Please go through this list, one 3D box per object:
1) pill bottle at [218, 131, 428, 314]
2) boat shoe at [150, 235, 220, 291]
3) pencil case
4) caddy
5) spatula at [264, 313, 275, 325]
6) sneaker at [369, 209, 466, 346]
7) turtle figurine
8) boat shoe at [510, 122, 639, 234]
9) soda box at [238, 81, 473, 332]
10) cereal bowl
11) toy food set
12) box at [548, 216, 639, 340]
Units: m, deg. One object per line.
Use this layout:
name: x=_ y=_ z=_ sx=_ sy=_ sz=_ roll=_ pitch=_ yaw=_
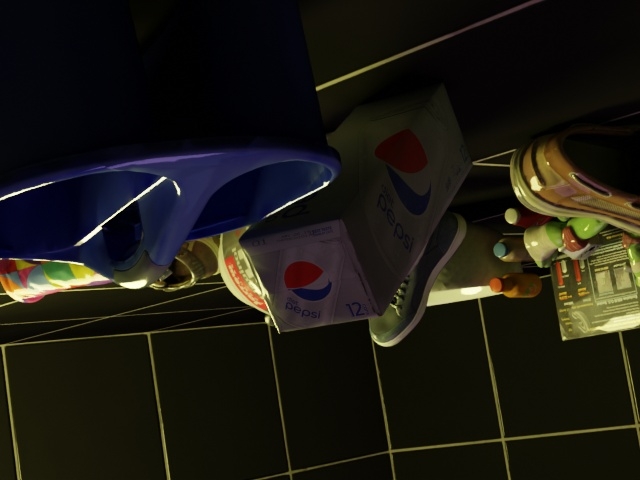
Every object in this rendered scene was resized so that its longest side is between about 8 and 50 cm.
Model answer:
pill bottle: x=-0.014 y=-0.004 z=1.381 sx=0.176 sy=0.176 sz=0.318 roll=-6 pitch=172 yaw=-21
boat shoe: x=-0.219 y=0.033 z=1.701 sx=0.073 sy=0.080 sz=0.224 roll=-28 pitch=-167 yaw=-40
pencil case: x=-0.293 y=0.015 z=1.516 sx=0.236 sy=0.104 sz=0.104 roll=-11 pitch=173 yaw=27
caddy: x=-0.131 y=-0.056 z=0.831 sx=0.241 sy=0.179 sz=0.341 roll=-4 pitch=172 yaw=-24
spatula: x=0.015 y=0.020 z=1.574 sx=0.084 sy=0.030 sz=0.296 roll=25 pitch=128 yaw=-25
sneaker: x=0.102 y=0.037 z=1.752 sx=0.086 sy=0.226 sz=0.163 roll=30 pitch=-176 yaw=41
turtle figurine: x=0.444 y=-0.024 z=1.701 sx=0.275 sy=0.197 sz=0.266 roll=2 pitch=172 yaw=-39
boat shoe: x=0.394 y=-0.077 z=1.462 sx=0.325 sy=0.123 sz=0.116 roll=1 pitch=161 yaw=-21
soda box: x=0.041 y=-0.036 z=1.040 sx=0.098 sy=0.091 sz=0.286 roll=-12 pitch=-158 yaw=29
cereal bowl: x=0.172 y=0.037 z=2.061 sx=0.339 sy=0.141 sz=0.339 roll=-9 pitch=172 yaw=-1
toy food set: x=0.352 y=-0.012 z=1.878 sx=0.105 sy=0.111 sz=0.232 roll=1 pitch=143 yaw=-47
box: x=0.496 y=0.019 z=1.918 sx=0.077 sy=0.242 sz=0.307 roll=-3 pitch=170 yaw=-35
